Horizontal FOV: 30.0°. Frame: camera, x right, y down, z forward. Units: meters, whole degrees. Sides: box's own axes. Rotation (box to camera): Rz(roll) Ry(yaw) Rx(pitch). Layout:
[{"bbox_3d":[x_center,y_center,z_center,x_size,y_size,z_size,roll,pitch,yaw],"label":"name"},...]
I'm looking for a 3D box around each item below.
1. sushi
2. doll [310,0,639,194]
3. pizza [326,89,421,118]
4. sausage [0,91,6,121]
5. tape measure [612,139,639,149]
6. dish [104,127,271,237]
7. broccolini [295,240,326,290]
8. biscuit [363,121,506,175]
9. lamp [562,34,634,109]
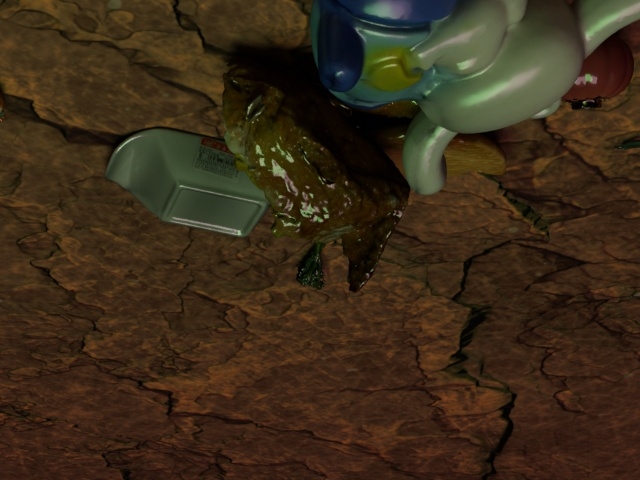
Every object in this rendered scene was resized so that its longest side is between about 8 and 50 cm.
[{"bbox_3d":[-0.019,-0.087,1.404,0.179,0.167,0.296,-24,130,37],"label":"sushi"},{"bbox_3d":[0.117,-0.220,1.210,0.365,0.187,0.376,23,117,-33],"label":"doll"},{"bbox_3d":[0.094,-0.187,1.391,0.131,0.041,0.178,26,139,-31],"label":"pizza"},{"bbox_3d":[-0.473,-0.225,1.312,0.053,0.053,0.348,-19,143,26],"label":"sausage"},{"bbox_3d":[0.543,-0.081,1.523,0.330,0.084,0.164,-5,143,4],"label":"tape measure"},{"bbox_3d":[-0.163,-0.066,1.555,0.234,0.064,0.154,12,146,-17],"label":"dish"},{"bbox_3d":[0.000,0.001,1.686,0.044,0.042,0.218,4,146,-8],"label":"broccolini"},{"bbox_3d":[0.119,-0.114,1.486,0.224,0.033,0.144,-1,162,7],"label":"biscuit"},{"bbox_3d":[0.296,-0.193,1.335,0.107,0.092,0.107,-3,-178,0],"label":"lamp"}]
